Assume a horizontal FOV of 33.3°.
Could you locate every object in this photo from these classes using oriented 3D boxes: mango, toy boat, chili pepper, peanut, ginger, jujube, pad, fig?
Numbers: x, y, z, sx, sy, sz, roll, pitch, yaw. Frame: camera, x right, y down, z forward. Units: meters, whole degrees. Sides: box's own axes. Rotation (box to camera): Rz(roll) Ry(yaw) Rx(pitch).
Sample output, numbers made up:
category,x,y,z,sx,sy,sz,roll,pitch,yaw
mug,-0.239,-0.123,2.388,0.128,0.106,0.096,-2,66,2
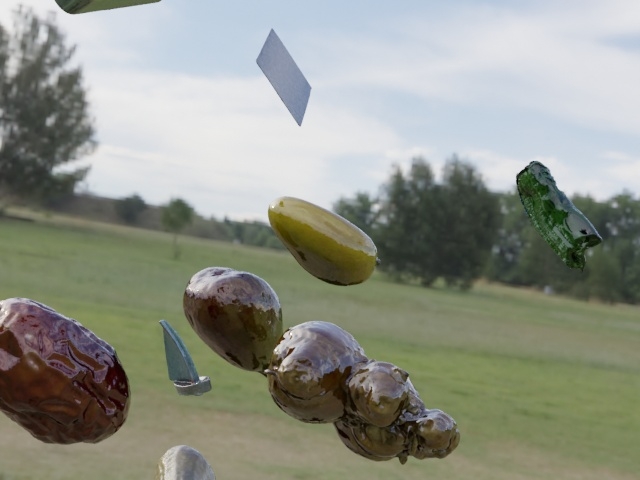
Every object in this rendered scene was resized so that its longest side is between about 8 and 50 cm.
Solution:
category,x,y,z,sx,sy,sz,roll,pitch,yaw
mango,0.000,0.000,1.381,0.161,0.076,0.103,36,-24,-7
toy boat,-0.206,0.164,1.537,0.034,0.122,0.096,-33,15,-38
chili pepper,0.439,-0.044,1.983,0.061,0.224,0.098,-6,-32,-50
peanut,-0.245,0.471,1.983,0.110,0.120,0.236,-31,29,-2
ginger,0.053,0.239,1.610,0.357,0.152,0.274,37,-5,-35
jujube,-0.369,0.183,1.473,0.174,0.174,0.250,6,-36,46
pad,-0.070,-0.330,2.138,0.003,0.158,0.235,-28,21,18
fig,-0.119,0.164,1.820,0.145,0.274,0.170,-38,15,-25

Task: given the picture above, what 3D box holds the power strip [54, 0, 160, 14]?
category,x,y,z,sx,sy,sz,roll,pitch,yaw
power strip,-0.297,-0.398,1.398,0.059,0.193,0.265,-29,5,26
